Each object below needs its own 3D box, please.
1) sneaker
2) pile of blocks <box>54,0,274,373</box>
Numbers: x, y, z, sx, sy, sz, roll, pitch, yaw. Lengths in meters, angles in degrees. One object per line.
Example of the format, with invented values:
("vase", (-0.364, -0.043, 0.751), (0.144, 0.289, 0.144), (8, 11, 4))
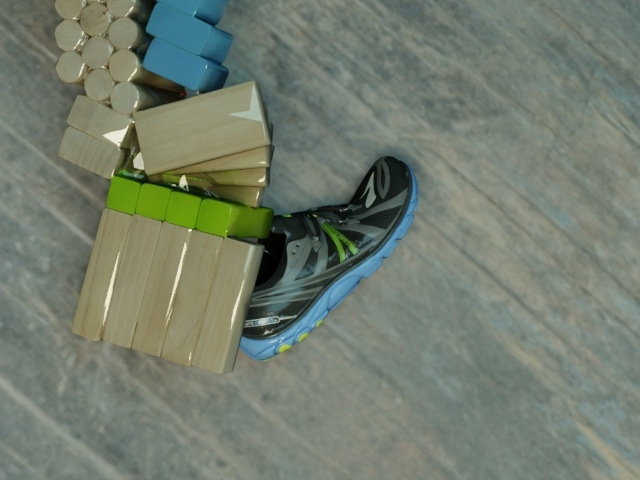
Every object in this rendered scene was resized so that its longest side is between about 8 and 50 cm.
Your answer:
("sneaker", (0.000, 0.000, 0.956), (0.188, 0.067, 0.078), (-45, 100, -25))
("pile of blocks", (-0.094, -0.094, 0.899), (0.149, 0.112, 0.362), (-10, 87, 16))
